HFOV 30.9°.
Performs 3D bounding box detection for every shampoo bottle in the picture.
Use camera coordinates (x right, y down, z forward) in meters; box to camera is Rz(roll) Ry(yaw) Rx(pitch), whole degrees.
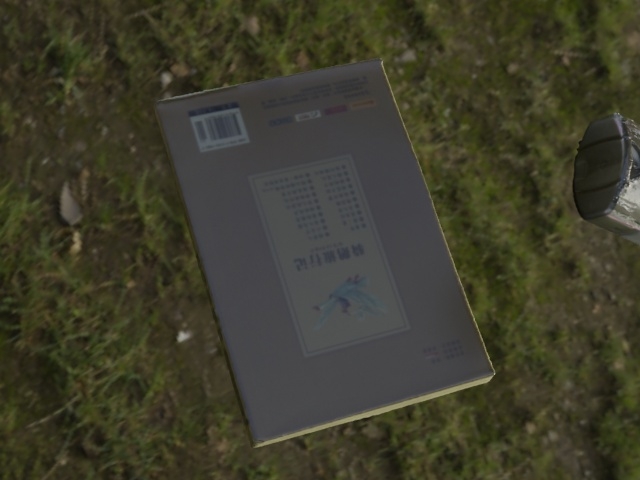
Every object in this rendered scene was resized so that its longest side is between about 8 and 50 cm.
[{"bbox_3d":[0.294,-0.022,0.900,0.227,0.056,0.086,20,68,-30],"label":"shampoo bottle"}]

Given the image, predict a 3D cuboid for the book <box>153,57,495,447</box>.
[{"bbox_3d":[0.000,0.000,0.993,0.217,0.021,0.310,-13,74,-16],"label":"book"}]
